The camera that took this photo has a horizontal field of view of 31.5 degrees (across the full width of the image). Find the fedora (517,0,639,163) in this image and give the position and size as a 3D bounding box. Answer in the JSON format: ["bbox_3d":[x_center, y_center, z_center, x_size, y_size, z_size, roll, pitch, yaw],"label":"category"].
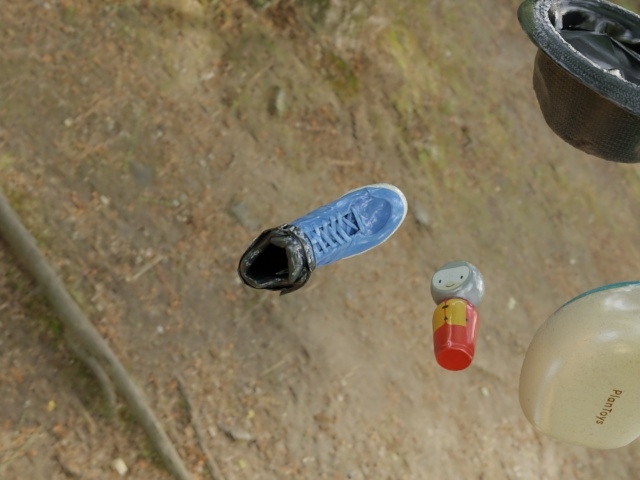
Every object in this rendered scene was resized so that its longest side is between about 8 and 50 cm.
[{"bbox_3d":[0.413,-0.222,1.656,0.334,0.152,0.334,14,36,-10],"label":"fedora"}]

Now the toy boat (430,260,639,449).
[{"bbox_3d":[0.284,0.119,1.373,0.318,0.267,0.148,16,44,-6],"label":"toy boat"}]

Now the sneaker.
[{"bbox_3d":[0.000,0.001,0.961,0.084,0.152,0.058,-56,125,-73],"label":"sneaker"}]
